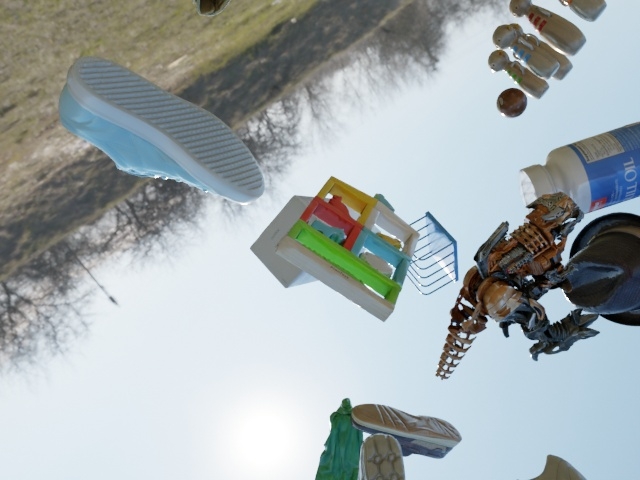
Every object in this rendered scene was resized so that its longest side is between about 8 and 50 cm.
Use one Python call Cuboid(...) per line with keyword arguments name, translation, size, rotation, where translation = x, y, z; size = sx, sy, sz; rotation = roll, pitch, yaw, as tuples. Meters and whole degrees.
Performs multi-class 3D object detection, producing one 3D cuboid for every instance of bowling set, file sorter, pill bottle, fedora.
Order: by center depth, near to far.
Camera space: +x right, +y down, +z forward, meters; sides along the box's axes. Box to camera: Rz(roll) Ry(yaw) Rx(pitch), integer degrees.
Cuboid(name="pill bottle", translation=(0.459, -0.112, 0.985), size=(0.222, 0.124, 0.124), rotation=(-19, -161, 4))
Cuboid(name="bowling set", translation=(0.353, -0.335, 1.029), size=(0.200, 0.154, 0.287), rotation=(-46, 166, -3))
Cuboid(name="file sorter", translation=(0.266, 0.039, 1.446), size=(0.104, 0.170, 0.118), rotation=(-29, -128, -8))
Cuboid(name="fedora", translation=(0.731, 0.093, 1.473), size=(0.153, 0.334, 0.334), rotation=(-18, -169, -24))

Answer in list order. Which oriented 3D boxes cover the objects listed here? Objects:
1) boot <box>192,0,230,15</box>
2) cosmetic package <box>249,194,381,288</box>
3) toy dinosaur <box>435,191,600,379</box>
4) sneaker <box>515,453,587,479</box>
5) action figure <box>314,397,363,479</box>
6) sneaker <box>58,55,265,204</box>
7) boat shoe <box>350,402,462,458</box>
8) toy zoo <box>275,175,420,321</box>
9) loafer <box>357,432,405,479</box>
Cuboid(name="boot", translation=(-0.308, -0.598, 1.339), size=(0.262, 0.203, 0.095), rotation=(-23, 161, 21))
Cuboid(name="cosmetic package", translation=(0.000, 0.000, 1.573), size=(0.197, 0.155, 0.365), rotation=(-49, 165, 17))
Cuboid(name="toy dinosaur", translation=(0.290, 0.077, 0.906), size=(0.322, 0.218, 0.164), rotation=(-41, -144, 27))
Cuboid(name="sneaker", translation=(0.328, 0.457, 0.927), size=(0.262, 0.099, 0.121), rotation=(-47, -149, 8))
Cuboid(name="action figure", translation=(0.058, 0.479, 1.380), size=(0.137, 0.232, 0.063), rotation=(5, -163, 9))
Cuboid(name="sneaker", translation=(-0.272, -0.162, 1.009), size=(0.150, 0.366, 0.135), rotation=(-37, -153, 42))
Cuboid(name="boat shoe", translation=(0.192, 0.450, 1.342), size=(0.092, 0.285, 0.103), rotation=(-68, -158, 12))
Cuboid(name="toy zoo", translation=(0.062, -0.008, 0.953), size=(0.030, 0.192, 0.293), rotation=(-57, -179, 33))
Cuboid(name="loafer", translation=(0.123, 0.536, 1.107), size=(0.112, 0.319, 0.111), rotation=(2, 158, -2))
